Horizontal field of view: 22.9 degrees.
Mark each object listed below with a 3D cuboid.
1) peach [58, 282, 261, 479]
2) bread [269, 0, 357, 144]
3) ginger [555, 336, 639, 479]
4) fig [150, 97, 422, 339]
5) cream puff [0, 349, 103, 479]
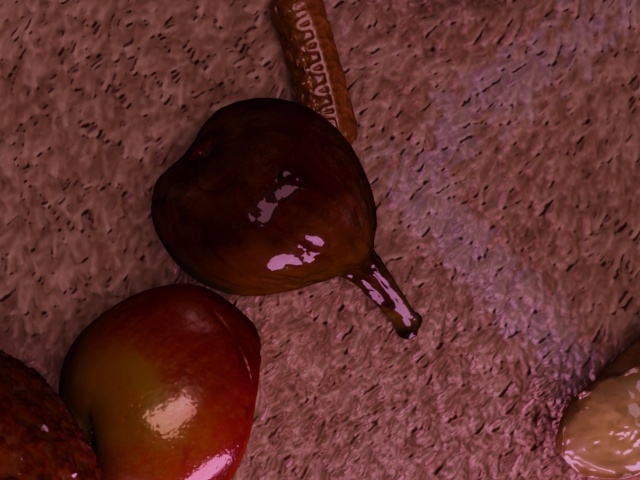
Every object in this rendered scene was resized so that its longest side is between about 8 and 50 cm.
[{"bbox_3d":[-0.131,0.139,1.391,0.192,0.190,0.190,-25,98,-23],"label":"peach"},{"bbox_3d":[-0.005,-0.158,1.467,0.052,0.044,0.157,-17,96,-6],"label":"bread"},{"bbox_3d":[0.339,0.153,1.517,0.267,0.152,0.138,-31,73,-27],"label":"ginger"},{"bbox_3d":[-0.019,-0.017,1.445,0.290,0.190,0.191,30,86,-53],"label":"fig"},{"bbox_3d":[-0.322,0.187,1.287,0.350,0.350,0.229,31,71,-13],"label":"cream puff"}]
